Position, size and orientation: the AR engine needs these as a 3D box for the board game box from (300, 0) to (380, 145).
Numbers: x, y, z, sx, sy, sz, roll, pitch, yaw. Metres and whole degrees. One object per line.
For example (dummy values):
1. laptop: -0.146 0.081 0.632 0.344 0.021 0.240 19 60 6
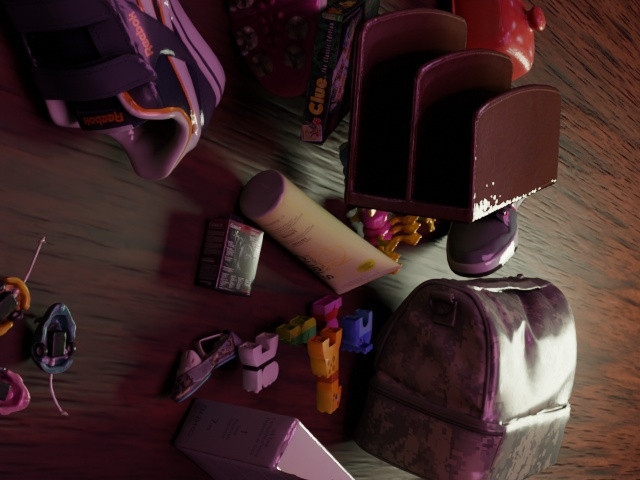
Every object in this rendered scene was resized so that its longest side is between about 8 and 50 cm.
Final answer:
1. board game box: 0.027 -0.202 1.178 0.259 0.030 0.136 -58 157 -68

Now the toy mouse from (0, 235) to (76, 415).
1. toy mouse: -0.261 0.101 0.919 0.161 0.031 0.143 -56 136 -34

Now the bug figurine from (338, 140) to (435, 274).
1. bug figurine: 0.096 -0.087 1.367 0.279 0.072 0.216 -48 138 -47

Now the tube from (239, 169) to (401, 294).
1. tube: 0.000 0.000 1.238 0.240 0.070 0.062 39 75 -48

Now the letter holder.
1. letter holder: 0.167 -0.157 1.234 0.302 0.152 0.214 -21 117 -59

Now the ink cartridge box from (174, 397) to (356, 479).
1. ink cartridge box: 0.022 0.286 1.149 0.296 0.261 0.066 54 53 -44

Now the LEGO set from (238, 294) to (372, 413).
1. LEGO set: -0.002 0.139 1.217 0.227 0.087 0.093 -23 117 -61

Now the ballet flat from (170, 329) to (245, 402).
1. ballet flat: -0.125 0.127 1.118 0.114 0.041 0.041 -37 124 -47

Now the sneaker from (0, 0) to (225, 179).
1. sneaker: -0.188 -0.174 0.901 0.321 0.126 0.127 50 50 -48

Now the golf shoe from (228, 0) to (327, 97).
1. golf shoe: -0.030 -0.309 1.125 0.140 0.115 0.306 -32 121 -52

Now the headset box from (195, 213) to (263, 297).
1. headset box: -0.096 0.015 1.141 0.062 0.032 0.083 19 78 -55

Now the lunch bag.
1. lunch bag: 0.211 0.172 1.423 0.305 0.213 0.256 3 104 -54

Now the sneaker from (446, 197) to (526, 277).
1. sneaker: 0.244 -0.100 1.525 0.295 0.124 0.178 -61 145 -41

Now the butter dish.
1. butter dish: 0.259 -0.299 1.507 0.160 0.118 0.159 28 56 -53
